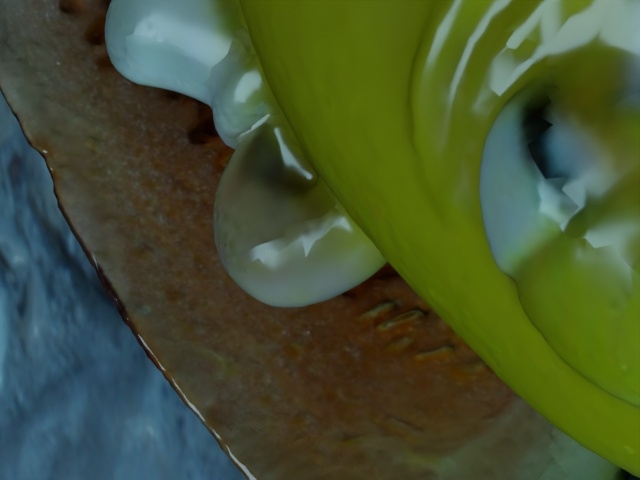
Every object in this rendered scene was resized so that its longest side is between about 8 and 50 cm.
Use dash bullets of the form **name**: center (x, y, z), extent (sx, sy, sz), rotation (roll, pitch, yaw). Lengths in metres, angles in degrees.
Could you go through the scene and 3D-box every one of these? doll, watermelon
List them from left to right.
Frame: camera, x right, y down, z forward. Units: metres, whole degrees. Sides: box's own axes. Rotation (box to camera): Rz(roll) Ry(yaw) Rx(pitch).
- **watermelon**: center (0.023, -0.016, 0.602), extent (0.128, 0.159, 0.303), rotation (-43, 66, 20)
- **doll**: center (0.065, -0.133, 0.510), extent (0.423, 0.161, 0.348), rotation (21, 95, 37)
